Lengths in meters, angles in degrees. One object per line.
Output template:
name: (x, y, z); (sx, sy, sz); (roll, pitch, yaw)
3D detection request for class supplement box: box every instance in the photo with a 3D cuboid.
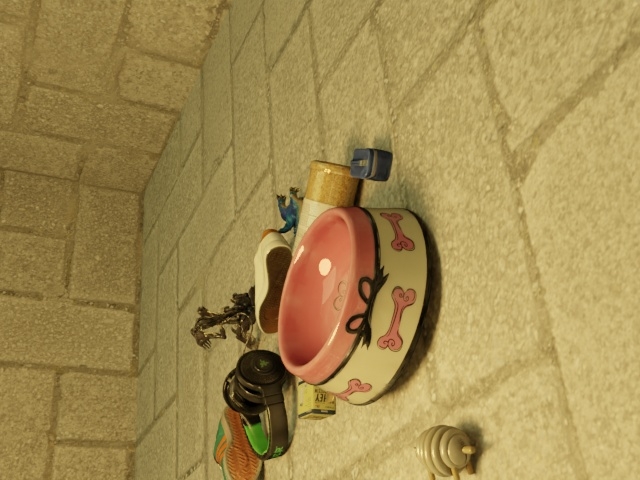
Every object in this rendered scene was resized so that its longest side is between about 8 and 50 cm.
supplement box: (-0.009, 0.354, 1.846); (0.083, 0.056, 0.083); (141, 134, -57)

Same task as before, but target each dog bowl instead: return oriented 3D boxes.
dog bowl: (0.049, 0.112, 1.628); (0.408, 0.150, 0.408); (-48, 33, 48)

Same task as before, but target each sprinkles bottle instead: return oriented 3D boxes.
sprinkles bottle: (0.000, 0.000, 1.871); (0.121, 0.121, 0.355); (-153, 74, -66)

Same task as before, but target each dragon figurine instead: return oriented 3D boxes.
dragon figurine: (-0.069, -0.049, 2.095); (0.289, 0.085, 0.144); (-20, 63, 63)

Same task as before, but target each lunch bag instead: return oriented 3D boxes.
lunch bag: (0.102, -0.164, 1.766); (0.098, 0.065, 0.067); (-169, 88, -66)

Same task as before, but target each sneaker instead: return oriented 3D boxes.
sneaker: (-0.117, 0.100, 2.094); (0.123, 0.106, 0.290); (-117, 29, -53)
sneaker: (-0.227, 0.585, 2.218); (0.302, 0.108, 0.121); (-107, 32, -60)

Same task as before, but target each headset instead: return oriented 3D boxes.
headset: (-0.194, 0.364, 2.088); (0.243, 0.185, 0.394); (126, 133, -57)

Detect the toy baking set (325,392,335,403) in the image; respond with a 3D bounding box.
toy baking set: (0.078, 0.240, 1.728); (0.197, 0.030, 0.256); (-156, 82, -72)

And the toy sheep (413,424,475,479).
toy sheep: (0.203, 0.342, 1.331); (0.132, 0.091, 0.091); (-20, 62, 48)

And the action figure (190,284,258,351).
action figure: (-0.230, 0.223, 2.316); (0.276, 0.141, 0.164); (-16, 55, 36)
